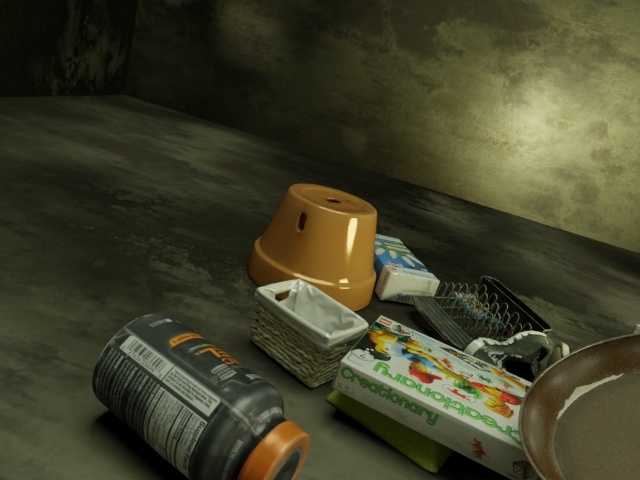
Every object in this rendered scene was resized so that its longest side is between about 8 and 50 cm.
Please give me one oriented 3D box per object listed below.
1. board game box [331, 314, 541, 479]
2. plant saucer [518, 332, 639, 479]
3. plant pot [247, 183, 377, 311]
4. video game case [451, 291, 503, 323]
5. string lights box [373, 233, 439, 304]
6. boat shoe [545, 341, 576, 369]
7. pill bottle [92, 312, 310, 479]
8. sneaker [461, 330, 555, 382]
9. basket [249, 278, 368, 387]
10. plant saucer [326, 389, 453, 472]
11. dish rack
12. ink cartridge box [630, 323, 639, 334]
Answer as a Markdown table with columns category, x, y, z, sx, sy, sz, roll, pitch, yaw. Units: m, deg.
| category | x | y | z | sx | sy | sz | roll | pitch | yaw |
| --- | --- | --- | --- | --- | --- | --- | --- | --- | --- |
| board game box | 0.191 | 0.222 | 0.747 | 0.306 | 0.053 | 0.193 | 22 | 20 | 17 |
| plant saucer | 0.363 | 0.191 | 0.505 | 0.311 | 0.050 | 0.310 | -19 | 16 | 6 |
| plant pot | 0.000 | 0.000 | 1.139 | 0.291 | 0.203 | 0.291 | 14 | 19 | -5 |
| video game case | 0.428 | 0.174 | 1.293 | 0.167 | 0.015 | 0.119 | 11 | 20 | -17 |
| string lights box | 0.177 | 0.067 | 1.291 | 0.134 | 0.076 | 0.259 | 11 | 19 | -19 |
| boat shoe | 0.446 | 0.243 | 0.863 | 0.097 | 0.116 | 0.324 | 15 | -3 | 17 |
| pill bottle | -0.132 | 0.193 | 0.585 | 0.246 | 0.130 | 0.130 | 27 | 21 | 26 |
| sneaker | 0.387 | 0.235 | 0.993 | 0.235 | 0.078 | 0.106 | 1 | 26 | -29 |
| basket | -0.025 | 0.149 | 0.843 | 0.167 | 0.103 | 0.113 | 29 | 22 | 35 |
| plant saucer | 0.137 | 0.245 | 0.794 | 0.189 | 0.045 | 0.188 | 27 | 21 | 29 |
| dish rack | 0.346 | 0.162 | 1.136 | 0.272 | 0.074 | 0.208 | 4 | 28 | -31 |
| ink cartridge box | 0.892 | 0.268 | 1.307 | 0.175 | 0.072 | 0.127 | 3 | 19 | -36 |
